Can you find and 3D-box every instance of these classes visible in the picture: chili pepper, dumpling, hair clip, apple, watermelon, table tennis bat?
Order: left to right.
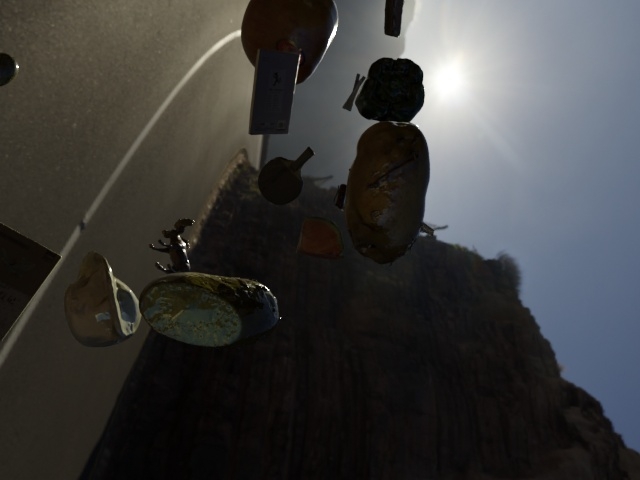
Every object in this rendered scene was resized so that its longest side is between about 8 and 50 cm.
[{"bbox_3d":[-0.738,0.192,1.622,0.395,0.233,0.316,-6,-93,49],"label":"dumpling"},{"bbox_3d":[-0.094,-0.186,1.377,0.220,0.130,0.019,-39,-175,34],"label":"table tennis bat"},{"bbox_3d":[-0.124,-0.810,1.867,0.400,0.333,0.400,-56,-167,20],"label":"apple"},{"bbox_3d":[0.010,-0.010,1.811,0.128,0.231,0.146,32,69,-63],"label":"watermelon"},{"bbox_3d":[0.102,-0.447,1.475,0.039,0.030,0.115,-96,-153,-62],"label":"hair clip"},{"bbox_3d":[0.271,-0.567,1.877,0.256,0.248,0.233,162,-55,-82],"label":"chili pepper"}]

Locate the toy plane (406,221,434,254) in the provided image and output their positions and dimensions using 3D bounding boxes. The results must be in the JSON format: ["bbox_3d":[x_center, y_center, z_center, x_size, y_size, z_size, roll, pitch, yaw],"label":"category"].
[{"bbox_3d":[0.213,-0.039,1.350,0.244,0.228,0.092,89,-8,-48],"label":"toy plane"}]

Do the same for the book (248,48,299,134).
[{"bbox_3d":[-0.103,-0.324,1.073,0.127,0.014,0.182,-17,125,-49],"label":"book"}]

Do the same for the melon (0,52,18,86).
[{"bbox_3d":[-1.098,-0.581,1.659,0.131,0.098,0.098,-47,-175,-5],"label":"melon"}]

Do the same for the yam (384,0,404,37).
[{"bbox_3d":[0.197,-0.664,1.278,0.057,0.056,0.241,-91,180,-54],"label":"yam"}]

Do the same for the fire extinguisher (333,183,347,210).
[{"bbox_3d":[0.089,-0.186,2.099,0.039,0.056,0.132,112,-7,-55],"label":"fire extinguisher"}]

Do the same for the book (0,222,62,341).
[{"bbox_3d":[-1.001,0.126,1.515,0.310,0.216,0.021,-61,-166,-16],"label":"book"}]

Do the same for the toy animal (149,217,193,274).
[{"bbox_3d":[-0.498,0.024,1.675,0.186,0.093,0.214,-4,72,-57],"label":"toy animal"}]

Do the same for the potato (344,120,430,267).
[{"bbox_3d":[0.132,-0.088,0.992,0.140,0.172,0.300,-131,-139,-57],"label":"potato"}]

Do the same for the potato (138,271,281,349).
[{"bbox_3d":[-0.213,0.140,0.959,0.176,0.298,0.141,15,-86,52],"label":"potato"}]
